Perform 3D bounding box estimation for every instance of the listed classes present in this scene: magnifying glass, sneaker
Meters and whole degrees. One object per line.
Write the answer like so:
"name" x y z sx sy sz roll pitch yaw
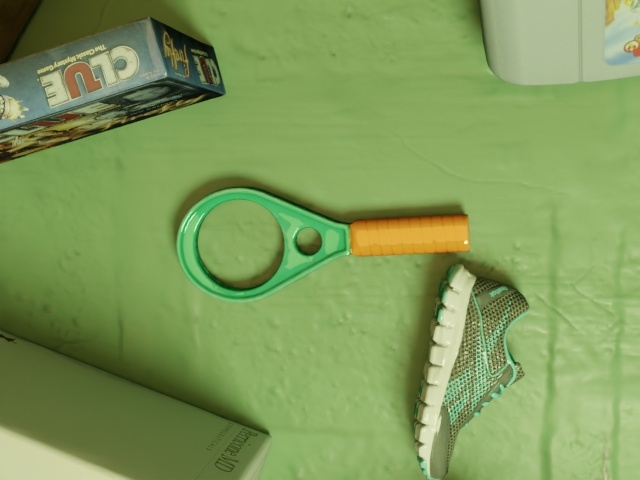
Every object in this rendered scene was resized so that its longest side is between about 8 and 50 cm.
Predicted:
"magnifying glass" 0.000 0.000 0.755 0.230 0.026 0.092 -3 94 7
"sneaker" 0.115 0.105 0.730 0.076 0.065 0.167 12 97 3

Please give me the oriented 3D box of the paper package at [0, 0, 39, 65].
"paper package" -0.288 -0.265 0.621 0.168 0.325 0.309 34 97 4

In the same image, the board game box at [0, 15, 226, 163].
"board game box" -0.206 -0.096 0.704 0.243 0.165 0.042 -16 92 9

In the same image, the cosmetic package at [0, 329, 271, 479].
"cosmetic package" -0.241 0.172 0.715 0.365 0.197 0.155 19 96 4

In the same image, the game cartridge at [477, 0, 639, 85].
"game cartridge" 0.248 -0.198 0.625 0.297 0.198 0.062 -13 50 7
